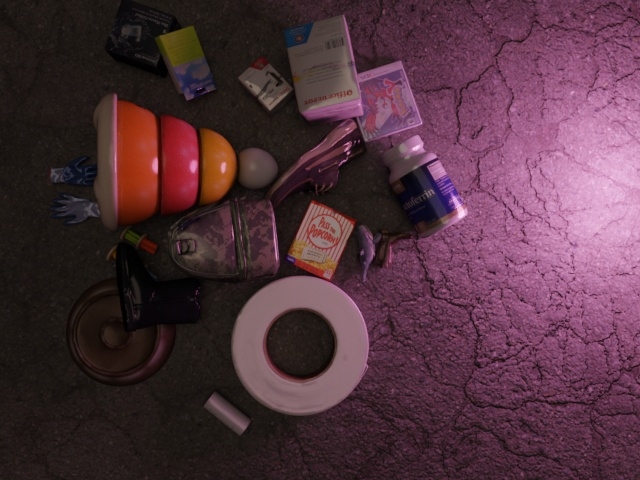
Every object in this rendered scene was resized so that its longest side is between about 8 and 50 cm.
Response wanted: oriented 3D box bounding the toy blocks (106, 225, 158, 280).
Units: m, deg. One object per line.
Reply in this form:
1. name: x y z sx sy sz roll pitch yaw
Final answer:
1. toy blocks: -0.508 0.044 1.440 0.148 0.054 0.123 33 86 -1

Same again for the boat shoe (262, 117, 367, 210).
1. boat shoe: -0.005 -0.193 1.421 0.355 0.132 0.130 -42 96 -11

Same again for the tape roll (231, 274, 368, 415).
1. tape roll: -0.056 0.292 1.441 0.391 0.072 0.393 0 88 -3

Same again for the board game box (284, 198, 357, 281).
1. board game box: 0.000 0.000 1.468 0.146 0.045 0.194 24 87 -1

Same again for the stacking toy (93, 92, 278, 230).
1. stacking toy: -0.351 -0.200 1.380 0.479 0.350 0.351 -1 88 -22

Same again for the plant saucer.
1. plant saucer: -0.567 0.259 1.433 0.310 0.050 0.311 0 88 -4

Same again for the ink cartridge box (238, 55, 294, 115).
1. ink cartridge box: -0.156 -0.445 1.474 0.099 0.056 0.135 -45 90 -4

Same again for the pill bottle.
1. pill bottle: 0.286 -0.153 1.434 0.153 0.153 0.265 -30 88 -3

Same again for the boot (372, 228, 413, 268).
1. boot: 0.211 0.029 1.480 0.106 0.037 0.114 8 84 11

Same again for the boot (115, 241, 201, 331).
1. boot: -0.440 0.119 1.391 0.207 0.094 0.247 -7 83 -33

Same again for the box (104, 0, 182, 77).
1. box: -0.500 -0.573 1.447 0.155 0.093 0.159 19 88 -2

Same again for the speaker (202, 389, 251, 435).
1. speaker: -0.262 0.486 1.432 0.136 0.055 0.055 39 87 0

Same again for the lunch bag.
1. lunch bag: -0.260 0.012 1.307 0.255 0.305 0.213 -9 88 -18

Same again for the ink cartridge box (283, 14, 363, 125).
1. ink cartridge box: 0.015 -0.461 1.415 0.171 0.168 0.233 -10 88 8

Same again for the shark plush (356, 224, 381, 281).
1. shark plush: 0.118 0.034 1.462 0.073 0.067 0.162 20 106 29

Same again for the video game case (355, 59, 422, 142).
1. video game case: 0.183 -0.410 1.504 0.183 0.023 0.202 -19 89 -3

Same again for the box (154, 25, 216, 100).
1. box: -0.375 -0.495 1.429 0.109 0.042 0.178 -32 117 -28

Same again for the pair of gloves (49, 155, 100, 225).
1. pair of gloves: -0.695 -0.143 1.456 0.159 0.023 0.199 -1 89 -4
